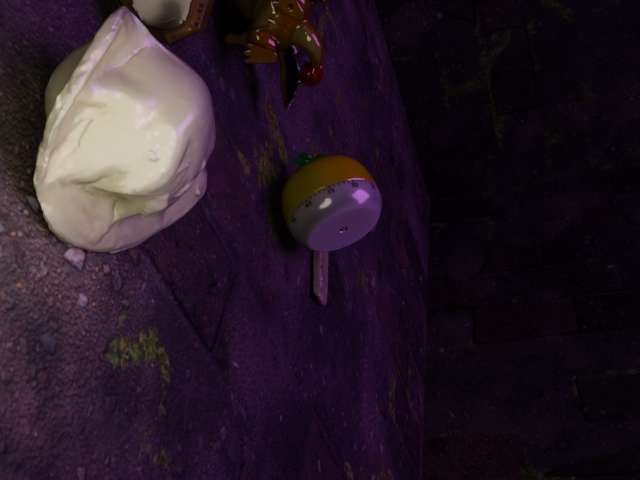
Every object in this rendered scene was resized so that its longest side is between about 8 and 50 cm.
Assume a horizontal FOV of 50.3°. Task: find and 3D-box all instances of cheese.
[{"bbox_3d":[0.003,0.000,2.048,0.085,0.034,0.400,54,32,-54],"label":"cheese"}]

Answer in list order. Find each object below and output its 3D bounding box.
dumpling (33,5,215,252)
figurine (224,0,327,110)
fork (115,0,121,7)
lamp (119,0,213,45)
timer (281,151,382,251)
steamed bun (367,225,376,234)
[{"bbox_3d":[-0.295,-0.129,1.013,0.315,0.233,0.395,-55,159,-20],"label":"dumpling"},{"bbox_3d":[-0.105,-0.559,1.663,0.387,0.268,0.401,-104,-155,-46],"label":"figurine"},{"bbox_3d":[-0.348,-0.399,1.186,0.039,0.021,0.235,-87,157,-45],"label":"fork"},{"bbox_3d":[-0.265,-0.429,1.201,0.185,0.161,0.161,-100,175,-71],"label":"lamp"},{"bbox_3d":[0.010,-0.135,1.815,0.285,0.285,0.285,-9,90,-72],"label":"timer"},{"bbox_3d":[0.124,-0.099,2.294,0.106,0.145,0.175,38,51,-67],"label":"steamed bun"}]
